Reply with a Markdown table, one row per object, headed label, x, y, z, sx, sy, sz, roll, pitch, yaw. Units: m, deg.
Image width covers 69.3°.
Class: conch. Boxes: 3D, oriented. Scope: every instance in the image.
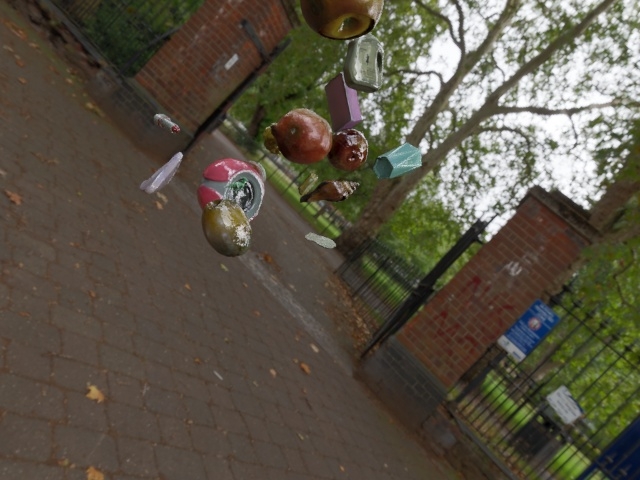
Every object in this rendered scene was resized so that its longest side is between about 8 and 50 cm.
| label | x | y | z | sx | sy | sz | roll | pitch | yaw |
| --- | --- | --- | --- | --- | --- | --- | --- | --- | --- |
| conch | 0.031 | -0.189 | 1.761 | 0.232 | 0.086 | 0.080 | 4 | -23 | 13 |

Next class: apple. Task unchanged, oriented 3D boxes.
| label | x | y | z | sx | sy | sz | roll | pitch | yaw |
| --- | --- | --- | --- | --- | --- | --- | --- | --- | --- |
| apple | 0.065 | -0.689 | 1.338 | 0.208 | 0.237 | 0.237 | 68 | 11 | 18 |

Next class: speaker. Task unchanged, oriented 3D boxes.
| label | x | y | z | sx | sy | sz | roll | pitch | yaw |
| --- | --- | --- | --- | --- | --- | --- | --- | --- | --- |
| speaker | -0.384 | -0.192 | 1.970 | 0.294 | 0.294 | 0.294 | 44 | 3 | -3 |

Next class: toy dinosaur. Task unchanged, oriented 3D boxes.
| label | x | y | z | sx | sy | sz | roll | pitch | yaw |
| --- | --- | --- | --- | --- | --- | --- | --- | --- | --- |
| toy dinosaur | -0.291 | -0.197 | 1.610 | 0.083 | 0.062 | 0.021 | 14 | 31 | -39 |

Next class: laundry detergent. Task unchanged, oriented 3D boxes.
| label | x | y | z | sx | sy | sz | roll | pitch | yaw |
| --- | --- | --- | --- | --- | --- | --- | --- | --- | --- |
| laundry detergent | 0.186 | -0.756 | 1.924 | 0.181 | 0.253 | 0.091 | 6 | -2 | -25 |

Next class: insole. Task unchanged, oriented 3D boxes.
| label | x | y | z | sx | sy | sz | roll | pitch | yaw |
| --- | --- | --- | --- | --- | --- | --- | --- | --- | --- |
| insole | 0.000 | 0.000 | 1.933 | 0.192 | 0.063 | 0.010 | 25 | -49 | 50 |

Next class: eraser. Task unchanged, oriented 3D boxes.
| label | x | y | z | sx | sy | sz | roll | pitch | yaw |
| --- | --- | --- | --- | --- | --- | --- | --- | --- | --- |
| eraser | -0.634 | -0.236 | 1.817 | 0.059 | 0.204 | 0.243 | 48 | 16 | -27 |

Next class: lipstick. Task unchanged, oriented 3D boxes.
| label | x | y | z | sx | sy | sz | roll | pitch | yaw |
| --- | --- | --- | --- | --- | --- | --- | --- | --- | --- |
| lipstick | -0.730 | -0.553 | 2.233 | 0.063 | 0.057 | 0.186 | -17 | 41 | -43 |

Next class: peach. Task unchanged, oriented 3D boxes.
| label | x | y | z | sx | sy | sz | roll | pitch | yaw |
| --- | --- | --- | --- | --- | --- | --- | --- | --- | --- |
| peach | -0.084 | -0.426 | 1.887 | 0.256 | 0.232 | 0.232 | 1 | 28 | -31 |

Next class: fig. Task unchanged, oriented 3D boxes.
| label | x | y | z | sx | sy | sz | roll | pitch | yaw |
| --- | --- | --- | --- | --- | --- | --- | --- | --- | --- |
| fig | 0.116 | -0.409 | 2.058 | 0.205 | 0.205 | 0.205 | 44 | 3 | -3 |

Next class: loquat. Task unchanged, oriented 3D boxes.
| label | x | y | z | sx | sy | sz | roll | pitch | yaw |
| --- | --- | --- | --- | --- | --- | --- | --- | --- | --- |
| loquat | -0.342 | -0.044 | 1.710 | 0.227 | 0.179 | 0.179 | 65 | -6 | -25 |

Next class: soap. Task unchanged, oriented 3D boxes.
| label | x | y | z | sx | sy | sz | roll | pitch | yaw |
| --- | --- | --- | --- | --- | --- | --- | --- | --- | --- |
| soap | 0.115 | -0.699 | 2.358 | 0.181 | 0.081 | 0.259 | -20 | -99 | 60 |

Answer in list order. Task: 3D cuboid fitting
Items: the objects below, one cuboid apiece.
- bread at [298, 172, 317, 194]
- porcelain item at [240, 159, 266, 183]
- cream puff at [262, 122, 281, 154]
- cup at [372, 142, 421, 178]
| label | x | y | z | sx | sy | sz | roll | pitch | yaw |
| --- | --- | --- | --- | --- | --- | --- | --- | --- | --- |
| bread | -0.045 | -0.195 | 1.607 | 0.033 | 0.088 | 0.049 | 43 | 5 | 19 |
| porcelain item | -0.356 | -0.258 | 2.231 | 0.253 | 0.253 | 0.253 | 44 | 3 | -3 |
| cream puff | -0.194 | -0.484 | 2.185 | 0.121 | 0.156 | 0.156 | 35 | 9 | -46 |
| cup | 0.350 | -0.361 | 2.129 | 0.134 | 0.235 | 0.148 | 1 | -73 | 40 |
